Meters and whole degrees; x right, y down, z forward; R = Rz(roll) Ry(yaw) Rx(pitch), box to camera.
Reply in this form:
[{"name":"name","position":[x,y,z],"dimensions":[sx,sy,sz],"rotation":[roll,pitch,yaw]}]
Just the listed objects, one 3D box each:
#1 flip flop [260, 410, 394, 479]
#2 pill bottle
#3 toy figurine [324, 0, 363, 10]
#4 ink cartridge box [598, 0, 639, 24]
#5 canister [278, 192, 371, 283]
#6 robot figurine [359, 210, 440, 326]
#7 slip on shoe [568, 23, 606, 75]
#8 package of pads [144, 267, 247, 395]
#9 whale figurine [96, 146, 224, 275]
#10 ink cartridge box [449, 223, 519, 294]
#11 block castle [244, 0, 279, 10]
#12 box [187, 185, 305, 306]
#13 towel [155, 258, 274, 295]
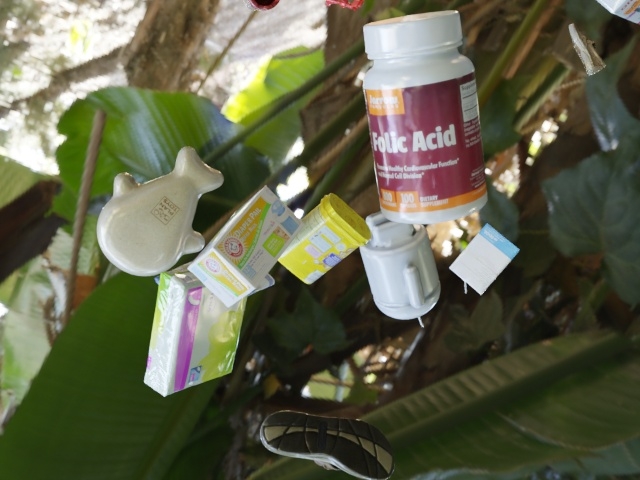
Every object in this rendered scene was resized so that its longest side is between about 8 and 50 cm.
[{"name":"flip flop","position":[0.014,0.412,1.639],"dimensions":[0.277,0.080,0.112],"rotation":[12,-122,-5]},{"name":"pill bottle","position":[0.206,-0.248,1.644],"dimensions":[0.224,0.391,0.224],"rotation":[-9,-163,3]},{"name":"toy figurine","position":[-0.006,-0.700,1.787],"dimensions":[0.363,0.217,0.191],"rotation":[35,176,-28]},{"name":"ink cartridge box","position":[0.547,-0.477,1.448],"dimensions":[0.176,0.128,0.127],"rotation":[-8,-126,-51]},{"name":"canister","position":[0.000,0.000,1.679],"dimensions":[0.126,0.170,0.073],"rotation":[41,-154,-22]},{"name":"robot figurine","position":[0.234,0.082,2.374],"dimensions":[0.200,0.353,0.300],"rotation":[-17,-154,-1]},{"name":"slip on shoe","position":[0.586,-0.426,1.807],"dimensions":[0.051,0.041,0.135],"rotation":[45,-152,-56]},{"name":"package of pads","position":[-0.289,0.203,1.962],"dimensions":[0.101,0.296,0.229],"rotation":[26,-157,33]},{"name":"whale figurine","position":[-0.313,-0.060,1.614],"dimensions":[0.216,0.272,0.141],"rotation":[40,-177,-13]},{"name":"ink cartridge box","position":[0.345,0.047,1.756],"dimensions":[0.090,0.143,0.092],"rotation":[41,-175,10]},{"name":"block castle","position":[-0.035,-0.785,2.012],"dimensions":[0.302,0.453,0.213],"rotation":[64,169,-16]},{"name":"box","position":[-0.139,0.010,1.556],"dimensions":[0.114,0.103,0.203],"rotation":[44,-133,-10]},{"name":"towel","position":[-0.296,0.114,2.310],"dimensions":[0.285,0.034,0.209],"rotation":[-24,-132,-37]}]
